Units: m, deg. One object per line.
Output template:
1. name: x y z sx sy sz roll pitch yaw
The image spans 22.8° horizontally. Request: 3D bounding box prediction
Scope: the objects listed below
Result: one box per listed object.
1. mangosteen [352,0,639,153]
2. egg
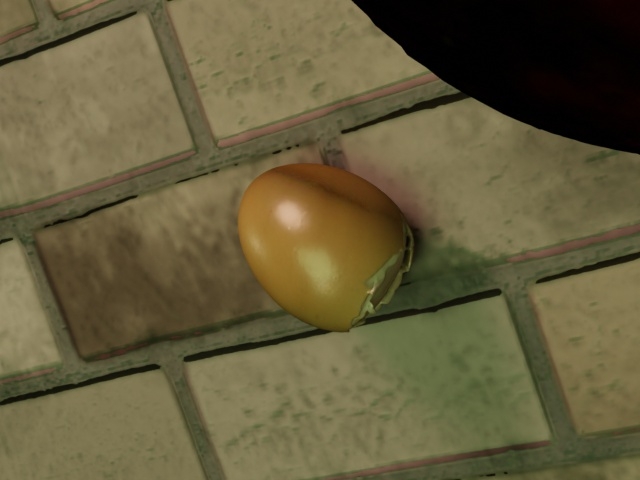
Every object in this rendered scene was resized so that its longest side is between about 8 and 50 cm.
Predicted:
1. mangosteen: 0.121 -0.234 0.496 0.421 0.381 0.381 47 127 36
2. egg: 0.000 0.000 0.812 0.096 0.080 0.080 37 122 10
